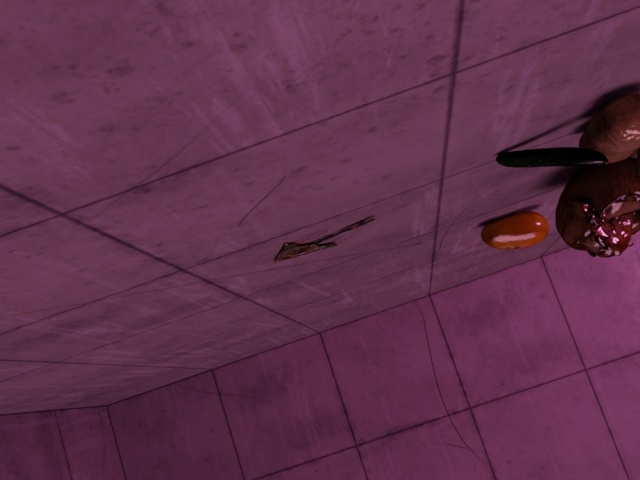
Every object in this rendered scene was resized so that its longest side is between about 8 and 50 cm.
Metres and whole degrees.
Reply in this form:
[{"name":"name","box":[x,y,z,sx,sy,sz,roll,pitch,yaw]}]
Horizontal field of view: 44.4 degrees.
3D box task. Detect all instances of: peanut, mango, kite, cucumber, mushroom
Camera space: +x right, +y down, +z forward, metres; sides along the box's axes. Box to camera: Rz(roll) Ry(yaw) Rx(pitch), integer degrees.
[{"name":"peanut","box":[0.492,-0.181,1.302,0.104,0.086,0.228,-7,171,8]},{"name":"mango","box":[0.502,-0.022,2.032,0.178,0.090,0.115,-15,158,-3]},{"name":"kite","box":[0.000,0.000,1.560,0.244,0.006,0.198,-24,167,27]},{"name":"cucumber","box":[0.389,-0.141,1.327,0.184,0.036,0.033,0,148,28]},{"name":"mushroom","box":[0.627,-0.075,1.717,0.283,0.195,0.263,-30,172,-46]}]

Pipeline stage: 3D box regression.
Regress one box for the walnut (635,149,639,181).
[{"name":"walnut","box":[0.695,-0.124,1.350,0.277,0.253,0.282,-47,137,-16]}]
